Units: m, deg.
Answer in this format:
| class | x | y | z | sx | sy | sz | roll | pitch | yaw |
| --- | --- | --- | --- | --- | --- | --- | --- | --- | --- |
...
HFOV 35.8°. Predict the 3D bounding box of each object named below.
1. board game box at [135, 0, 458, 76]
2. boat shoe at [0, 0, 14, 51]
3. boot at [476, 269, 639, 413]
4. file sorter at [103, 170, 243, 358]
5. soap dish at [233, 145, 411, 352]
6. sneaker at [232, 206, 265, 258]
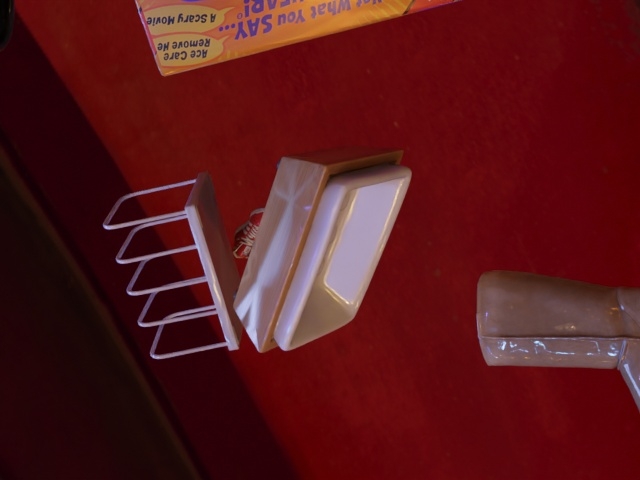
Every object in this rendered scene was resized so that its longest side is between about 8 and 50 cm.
| class | x | y | z | sx | sy | sz | roll | pitch | yaw |
| --- | --- | --- | --- | --- | --- | --- | --- | --- | --- |
| board game box | -0.048 | -0.447 | 1.135 | 0.356 | 0.356 | 0.356 | -13 | 116 | 6 |
| boat shoe | -0.404 | -0.430 | 1.086 | 0.156 | 0.186 | 0.500 | 14 | 122 | 4 |
| boot | 0.344 | 0.158 | 1.297 | 0.089 | 0.270 | 0.236 | -1 | 91 | -56 |
| file sorter | -0.255 | 0.049 | 1.787 | 0.173 | 0.193 | 0.277 | -13 | 111 | 7 |
| soap dish | 0.000 | 0.000 | 1.419 | 0.229 | 0.118 | 0.290 | -18 | 133 | -57 |
| sneaker | -0.122 | -0.009 | 1.787 | 0.042 | 0.067 | 0.118 | 23 | 142 | -21 |
